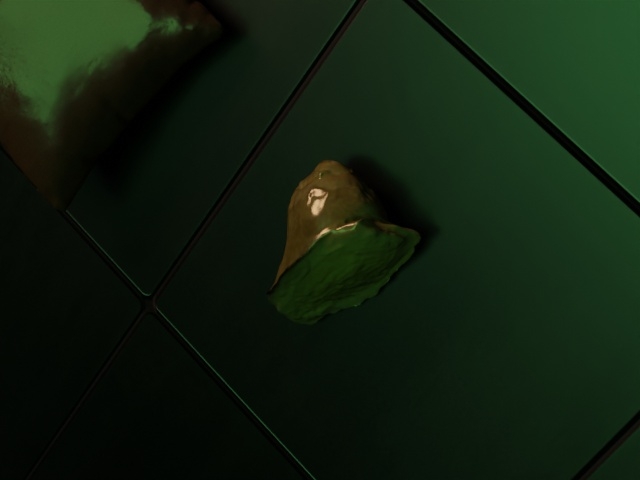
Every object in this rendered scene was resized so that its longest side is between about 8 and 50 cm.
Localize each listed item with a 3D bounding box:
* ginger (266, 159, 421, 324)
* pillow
[{"bbox_3d":[-0.001,0.004,1.415,0.193,0.115,0.123,-46,54,36],"label":"ginger"},{"bbox_3d":[-0.299,-0.244,1.503,0.305,0.108,0.308,47,108,5],"label":"pillow"}]
